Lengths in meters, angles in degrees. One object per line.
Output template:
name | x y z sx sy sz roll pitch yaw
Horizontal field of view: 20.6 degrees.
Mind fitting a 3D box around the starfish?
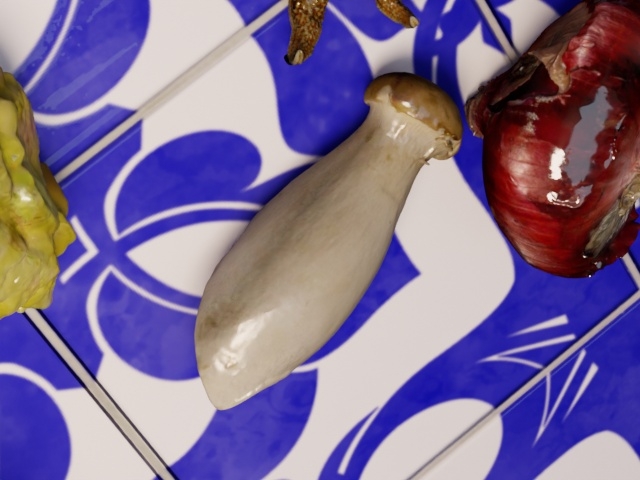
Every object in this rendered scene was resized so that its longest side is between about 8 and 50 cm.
starfish | -0.007 -0.229 1.515 0.189 0.074 0.146 -8 111 -22

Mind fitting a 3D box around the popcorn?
popcorn | -0.308 -0.028 1.380 0.212 0.259 0.259 -11 114 -5

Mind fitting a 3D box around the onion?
onion | 0.221 -0.111 1.609 0.272 0.195 0.272 17 90 -72

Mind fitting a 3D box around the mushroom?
mushroom | 0.000 0.000 1.571 0.128 0.128 0.350 41 82 -31
